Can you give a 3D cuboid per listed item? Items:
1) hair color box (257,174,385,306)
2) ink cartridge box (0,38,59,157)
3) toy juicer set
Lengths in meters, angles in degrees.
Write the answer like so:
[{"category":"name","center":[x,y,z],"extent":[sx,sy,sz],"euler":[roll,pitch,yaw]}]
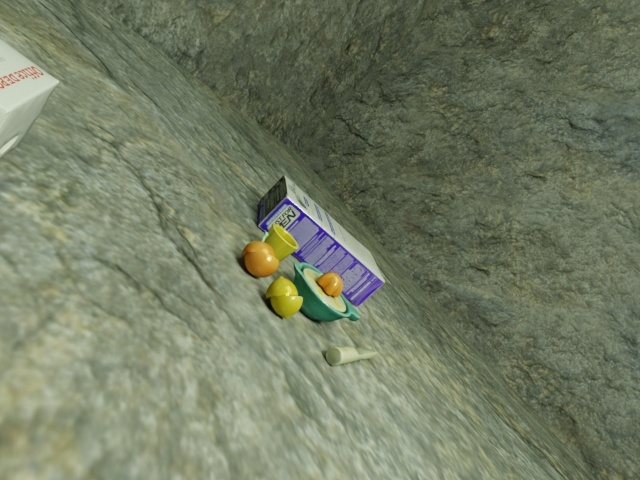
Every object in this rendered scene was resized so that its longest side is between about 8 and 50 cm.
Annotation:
[{"category":"hair color box","center":[0.000,0.000,1.058],"extent":[0.339,0.110,0.185],"euler":[42,13,-21]},{"category":"ink cartridge box","center":[-0.380,-0.171,0.366],"extent":[0.219,0.092,0.160],"euler":[37,14,-31]},{"category":"toy juicer set","center":[-0.004,0.100,0.737],"extent":[0.329,0.089,0.209],"euler":[47,11,6]}]
